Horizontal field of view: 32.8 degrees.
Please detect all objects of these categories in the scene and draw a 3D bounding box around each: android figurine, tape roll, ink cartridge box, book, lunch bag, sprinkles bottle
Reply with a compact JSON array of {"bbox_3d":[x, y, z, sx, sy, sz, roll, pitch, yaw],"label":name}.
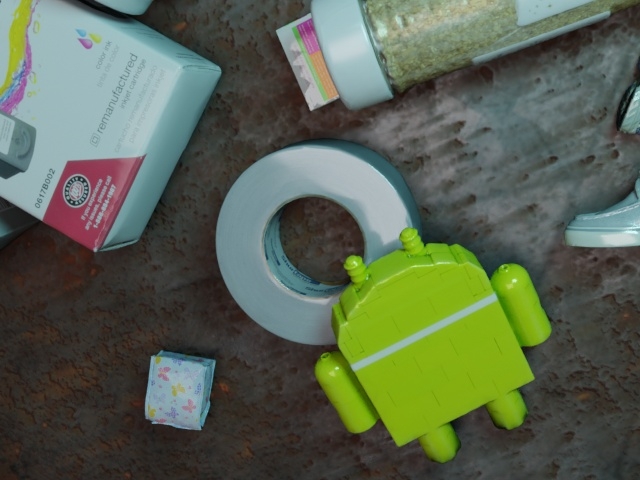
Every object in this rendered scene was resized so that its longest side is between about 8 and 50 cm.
[{"bbox_3d":[0.115,0.109,1.137,0.248,0.056,0.273,-29,118,5],"label":"android figurine"},{"bbox_3d":[0.000,0.000,1.183,0.219,0.072,0.219,3,104,12],"label":"tape roll"},{"bbox_3d":[-0.298,-0.159,1.173,0.306,0.131,0.226,29,104,7],"label":"ink cartridge box"},{"bbox_3d":[0.037,-0.211,1.149,0.144,0.035,0.096,-23,96,15],"label":"book"},{"bbox_3d":[-0.165,0.176,1.270,0.071,0.053,0.083,8,94,8],"label":"lunch bag"},{"bbox_3d":[0.172,-0.239,1.049,0.355,0.121,0.121,-19,98,10],"label":"sprinkles bottle"}]

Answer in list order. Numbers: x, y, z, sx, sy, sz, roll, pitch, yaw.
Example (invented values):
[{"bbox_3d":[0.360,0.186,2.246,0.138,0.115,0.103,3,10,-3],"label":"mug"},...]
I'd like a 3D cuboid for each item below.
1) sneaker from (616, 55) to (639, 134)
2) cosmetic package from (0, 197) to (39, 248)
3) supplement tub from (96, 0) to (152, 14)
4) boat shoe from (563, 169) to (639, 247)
[{"bbox_3d":[0.347,-0.165,1.086,0.058,0.052,0.135,19,113,-2],"label":"sneaker"},{"bbox_3d":[-0.457,0.011,1.261,0.238,0.127,0.107,-32,94,15],"label":"cosmetic package"},{"bbox_3d":[-0.173,-0.383,1.073,0.191,0.191,0.272,38,107,2],"label":"supplement tub"},{"bbox_3d":[0.356,-0.044,1.097,0.227,0.079,0.081,-11,93,9],"label":"boat shoe"}]
